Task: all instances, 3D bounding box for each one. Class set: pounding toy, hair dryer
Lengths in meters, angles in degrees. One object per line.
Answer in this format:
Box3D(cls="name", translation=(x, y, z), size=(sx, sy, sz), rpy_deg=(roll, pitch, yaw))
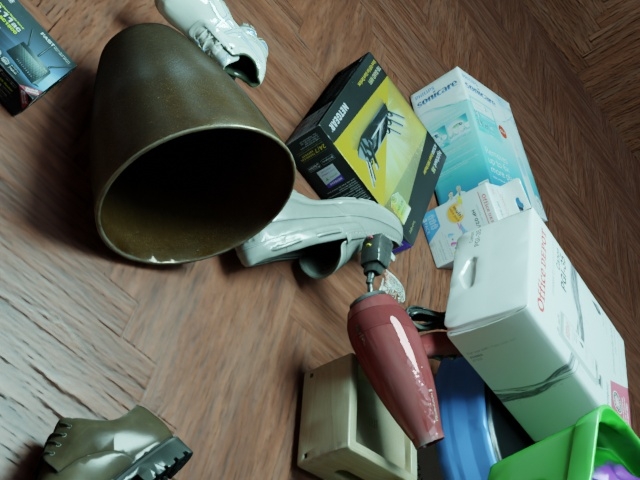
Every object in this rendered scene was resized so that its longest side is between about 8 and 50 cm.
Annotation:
Box3D(cls="pounding toy", translation=(0.060, 0.276, 1.000), size=(0.181, 0.094, 0.206), rpy_deg=(37, 41, -33))
Box3D(cls="hair dryer", translation=(0.134, 0.125, 1.019), size=(0.224, 0.080, 0.293), rpy_deg=(30, 44, -12))

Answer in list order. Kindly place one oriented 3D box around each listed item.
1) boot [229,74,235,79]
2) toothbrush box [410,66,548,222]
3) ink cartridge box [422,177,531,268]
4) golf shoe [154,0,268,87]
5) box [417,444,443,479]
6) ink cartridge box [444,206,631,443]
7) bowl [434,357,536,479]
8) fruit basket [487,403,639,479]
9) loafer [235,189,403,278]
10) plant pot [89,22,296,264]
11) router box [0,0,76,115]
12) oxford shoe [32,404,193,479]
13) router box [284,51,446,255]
Box3D(cls="boot", translation=(-0.128, -0.198, 1.119), size=(0.197, 0.077, 0.137), rpy_deg=(59, 28, -6))
Box3D(cls="toothbrush box", translation=(0.316, -0.166, 1.651), size=(0.216, 0.126, 0.295), rpy_deg=(20, 50, -46))
Box3D(cls="ink cartridge box", translation=(0.275, -0.031, 1.441), size=(0.062, 0.181, 0.104), rpy_deg=(6, 61, -52))
Box3D(cls="golf shoe", translation=(-0.134, -0.262, 1.058), size=(0.176, 0.069, 0.086), rpy_deg=(27, 37, -36))
Box3D(cls="box", translation=(0.243, 0.331, 1.216), size=(0.290, 0.087, 0.169), rpy_deg=(23, 49, -44))
Box3D(cls="ink cartridge box", translation=(0.296, 0.130, 1.098), size=(0.283, 0.117, 0.207), rpy_deg=(50, 35, -24))
Box3D(cls="bowl", translation=(0.303, 0.312, 1.161), size=(0.391, 0.077, 0.391), rpy_deg=(34, 42, -37))
Box3D(cls="fruit basket", translation=(0.341, 0.373, 0.799), size=(0.283, 0.392, 0.392), rpy_deg=(47, 35, -22))
Box3D(cls="loafer", translation=(0.000, 0.000, 1.119), size=(0.319, 0.112, 0.111), rpy_deg=(4, 68, -44))
Box3D(cls="plant pot", translation=(-0.168, -0.129, 0.914), size=(0.215, 0.215, 0.230), rpy_deg=(16, 39, -48))
Box3D(cls="router box", translation=(-0.332, -0.205, 0.870), size=(0.122, 0.038, 0.092), rpy_deg=(49, 34, -18))
Box3D(cls="oxford shoe", translation=(-0.219, 0.208, 0.701), size=(0.096, 0.083, 0.227), rpy_deg=(47, 30, 13))
Box3D(cls="router box", translation=(0.086, -0.145, 1.359), size=(0.243, 0.081, 0.309), rpy_deg=(51, 34, -17))
